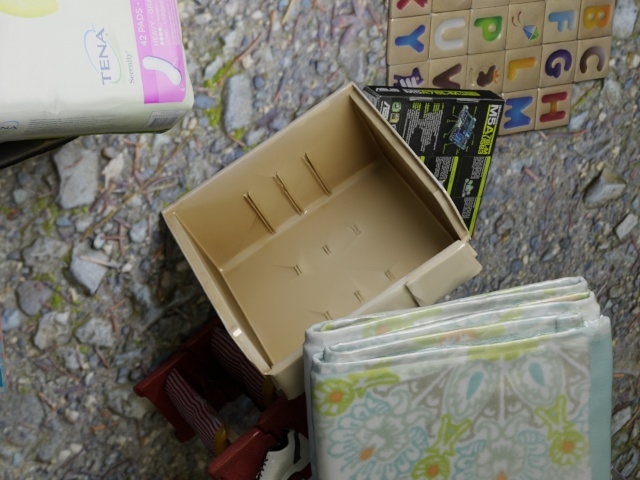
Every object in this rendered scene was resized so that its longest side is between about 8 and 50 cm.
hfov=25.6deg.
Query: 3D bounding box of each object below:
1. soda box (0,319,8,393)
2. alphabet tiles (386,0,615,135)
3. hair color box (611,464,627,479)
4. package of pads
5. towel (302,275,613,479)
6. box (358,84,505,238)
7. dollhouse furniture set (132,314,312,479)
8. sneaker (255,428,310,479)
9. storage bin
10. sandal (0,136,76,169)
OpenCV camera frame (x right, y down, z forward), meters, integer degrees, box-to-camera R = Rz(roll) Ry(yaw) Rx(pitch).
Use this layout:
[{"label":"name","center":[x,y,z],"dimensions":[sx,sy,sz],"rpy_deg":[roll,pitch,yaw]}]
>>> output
[{"label":"soda box","center":[-0.371,0.076,1.477],"dimensions":[0.058,0.063,0.183],"rpy_deg":[-13,118,-27]},{"label":"alphabet tiles","center":[0.228,-0.263,1.734],"dimensions":[0.343,0.011,0.285],"rpy_deg":[-11,116,-28]},{"label":"hair color box","center":[0.213,0.282,1.761],"dimensions":[0.185,0.339,0.110],"rpy_deg":[-49,128,-4]},{"label":"package of pads","center":[-0.255,-0.242,1.311],"dimensions":[0.229,0.101,0.296],"rpy_deg":[-7,83,-31]},{"label":"towel","center":[0.147,0.231,1.481],"dimensions":[0.321,0.090,0.374],"rpy_deg":[-9,114,-10]},{"label":"box","center":[0.121,-0.091,1.715],"dimensions":[0.184,0.045,0.190],"rpy_deg":[-3,116,-30]},{"label":"dollhouse furniture set","center":[-0.032,0.277,1.696],"dimensions":[0.152,0.201,0.374],"rpy_deg":[-43,128,-9]},{"label":"sneaker","center":[-0.053,0.249,1.522],"dimensions":[0.044,0.040,0.109],"rpy_deg":[43,81,-22]},{"label":"storage bin","center":[0.000,0.000,1.526],"dimensions":[0.262,0.260,0.123],"rpy_deg":[-34,130,-1]},{"label":"sandal","center":[-0.326,-0.100,1.415],"dimensions":[0.255,0.097,0.054],"rpy_deg":[-24,95,-22]}]
